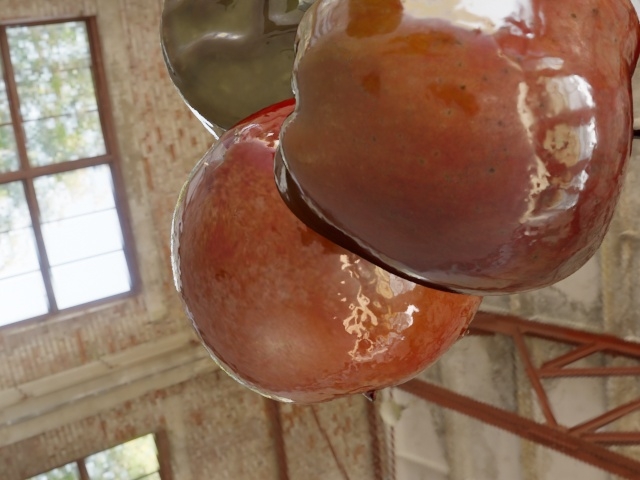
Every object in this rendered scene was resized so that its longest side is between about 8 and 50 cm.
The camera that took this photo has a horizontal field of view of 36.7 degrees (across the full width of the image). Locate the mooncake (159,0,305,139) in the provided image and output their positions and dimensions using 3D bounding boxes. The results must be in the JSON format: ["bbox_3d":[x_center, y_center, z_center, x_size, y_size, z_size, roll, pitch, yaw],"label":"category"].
[{"bbox_3d":[-0.040,-0.234,1.079,0.284,0.284,0.155,61,8,20],"label":"mooncake"}]

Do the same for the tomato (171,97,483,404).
[{"bbox_3d":[0.000,0.000,0.810,0.265,0.265,0.265,27,-56,48],"label":"tomato"}]

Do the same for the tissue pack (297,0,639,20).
[{"bbox_3d":[0.161,-0.380,0.833,0.205,0.332,0.405,-170,-96,-65],"label":"tissue pack"}]

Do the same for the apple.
[{"bbox_3d":[0.086,-0.072,0.580,0.234,0.234,0.234,27,-56,48],"label":"apple"}]
